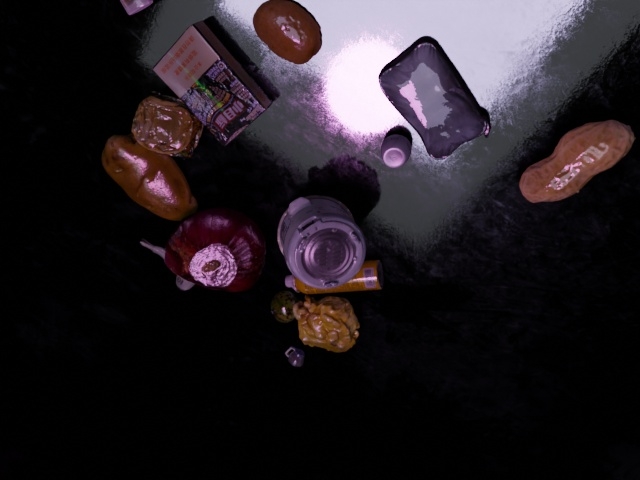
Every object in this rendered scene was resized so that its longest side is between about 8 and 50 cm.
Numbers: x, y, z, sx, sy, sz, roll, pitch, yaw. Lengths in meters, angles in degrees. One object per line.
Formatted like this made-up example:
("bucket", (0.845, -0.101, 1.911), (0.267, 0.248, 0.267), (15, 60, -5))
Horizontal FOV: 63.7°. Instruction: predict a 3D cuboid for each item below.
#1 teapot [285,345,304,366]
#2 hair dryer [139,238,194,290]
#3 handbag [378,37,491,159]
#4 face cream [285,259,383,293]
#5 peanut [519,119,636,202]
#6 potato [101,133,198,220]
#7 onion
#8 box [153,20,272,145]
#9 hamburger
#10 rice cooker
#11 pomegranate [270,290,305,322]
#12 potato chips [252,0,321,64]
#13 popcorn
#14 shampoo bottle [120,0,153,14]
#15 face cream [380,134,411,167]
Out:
("teapot", (-0.102, 0.471, 2.108), (0.088, 0.066, 0.057), (33, 107, 20))
("hair dryer", (-0.527, 0.037, 1.937), (0.229, 0.092, 0.267), (-38, 97, 23))
("handbag", (0.319, -0.382, 1.442), (0.191, 0.075, 0.332), (-33, 106, 26))
("face cream", (0.042, 0.134, 1.821), (0.348, 0.105, 0.105), (-6, 120, 18))
("peanut", (0.692, -0.212, 1.414), (0.149, 0.149, 0.313), (36, 128, -10))
("potato", (-0.570, -0.211, 1.742), (0.195, 0.176, 0.369), (-45, 117, -10))
("onion", (-0.346, 0.015, 1.743), (0.336, 0.282, 0.260), (19, 106, -2))
("box", (-0.321, -0.465, 1.545), (0.198, 0.084, 0.310), (-33, 108, 29))
("hamburger", (-0.478, -0.364, 1.624), (0.206, 0.130, 0.183), (15, 99, -16))
("rice cooker", (0.000, 0.000, 1.639), (0.264, 0.316, 0.317), (-37, 109, 3))
("pomegranate", (-0.115, 0.248, 1.942), (0.161, 0.122, 0.122), (1, 130, -28))
("potato chips", (-0.094, -0.579, 1.435), (0.201, 0.049, 0.150), (36, 129, -17))
("popcorn", (0.023, 0.294, 1.887), (0.266, 0.192, 0.233), (40, 141, -15))
("shampoo bottle", (-0.562, -0.758, 1.436), (0.086, 0.056, 0.227), (-16, 117, 22))
("face cream", (0.222, -0.262, 1.524), (0.091, 0.095, 0.091), (6, 123, 10))
